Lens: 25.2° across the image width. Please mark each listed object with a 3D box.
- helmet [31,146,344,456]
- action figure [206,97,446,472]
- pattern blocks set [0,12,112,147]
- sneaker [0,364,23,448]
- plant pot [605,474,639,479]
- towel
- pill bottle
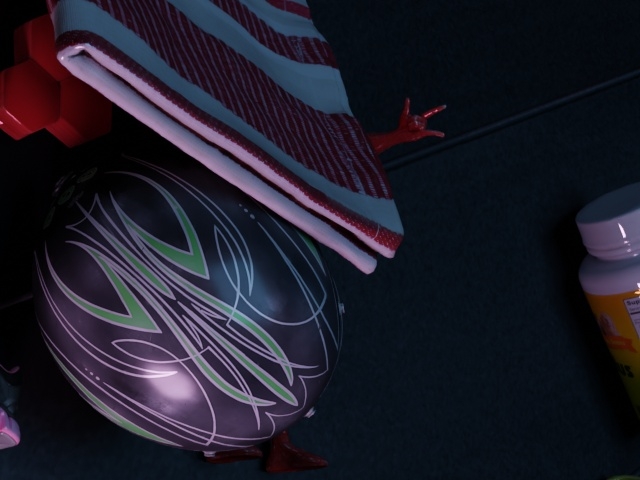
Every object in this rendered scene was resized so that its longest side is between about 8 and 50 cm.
[{"bbox_3d":[-0.072,0.033,0.778,0.169,0.161,0.169,-10,115,-23],"label":"helmet"},{"bbox_3d":[0.000,0.000,0.916,0.091,0.139,0.280,18,66,-45],"label":"action figure"},{"bbox_3d":[-0.265,-0.145,0.742,0.285,0.026,0.324,-43,112,-44],"label":"pattern blocks set"},{"bbox_3d":[-0.201,0.064,0.753,0.119,0.047,0.057,45,45,-40],"label":"sneaker"},{"bbox_3d":[0.276,0.317,1.091,0.212,0.212,0.187,-20,108,-47],"label":"plant pot"},{"bbox_3d":[-0.069,-0.145,0.821,0.237,0.037,0.329,33,26,-36],"label":"towel"},{"bbox_3d":[0.297,0.061,1.224,0.117,0.117,0.215,-38,109,-44],"label":"pill bottle"}]
